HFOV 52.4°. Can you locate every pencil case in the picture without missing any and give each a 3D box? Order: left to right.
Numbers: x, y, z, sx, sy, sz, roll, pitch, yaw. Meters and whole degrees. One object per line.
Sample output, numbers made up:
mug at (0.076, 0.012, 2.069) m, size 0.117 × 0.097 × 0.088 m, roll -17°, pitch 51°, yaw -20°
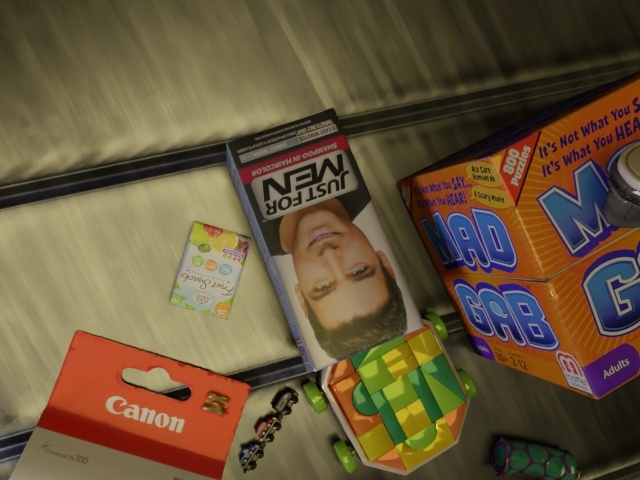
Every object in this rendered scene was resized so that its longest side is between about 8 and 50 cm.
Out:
pencil case at (0.389, 0.405, 1.181) m, size 0.152 × 0.064 × 0.070 m, roll 14°, pitch 71°, yaw -11°

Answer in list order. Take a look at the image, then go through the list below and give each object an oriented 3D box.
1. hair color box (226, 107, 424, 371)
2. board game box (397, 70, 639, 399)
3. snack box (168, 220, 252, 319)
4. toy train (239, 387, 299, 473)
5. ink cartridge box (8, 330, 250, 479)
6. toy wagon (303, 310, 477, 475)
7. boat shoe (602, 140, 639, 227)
hair color box at (0.000, 0.000, 1.038) m, size 0.185 × 0.113 × 0.374 m, roll -21°, pitch 83°, yaw -11°
board game box at (0.401, -0.024, 1.034) m, size 0.356 × 0.356 × 0.356 m, roll -27°, pitch 96°, yaw -11°
snack box at (-0.180, 0.048, 1.070) m, size 0.100 × 0.037 × 0.141 m, roll 18°, pitch 87°, yaw -11°
toy train at (-0.091, 0.319, 1.095) m, size 0.036 × 0.027 × 0.158 m, roll 34°, pitch 83°, yaw -7°
ink cartridge box at (-0.305, 0.368, 0.997) m, size 0.308 × 0.091 × 0.385 m, roll 20°, pitch 81°, yaw -9°
toy wagon at (0.106, 0.225, 1.117) m, size 0.267 × 0.068 × 0.344 m, roll -28°, pitch 96°, yaw -11°
boat shoe at (0.504, -0.105, 0.840) m, size 0.335 × 0.095 × 0.112 m, roll -19°, pitch 57°, yaw -16°
